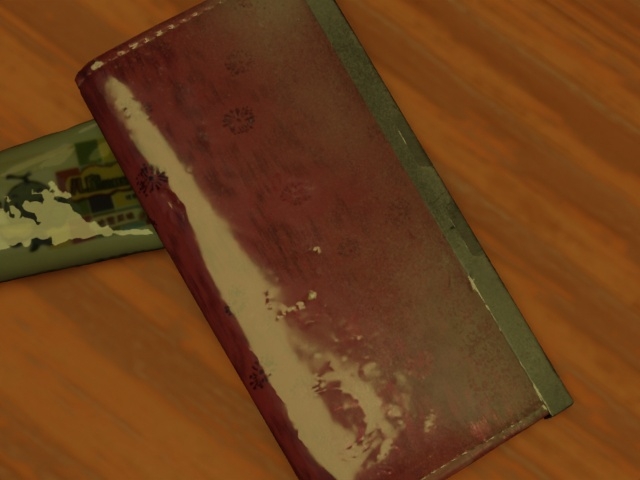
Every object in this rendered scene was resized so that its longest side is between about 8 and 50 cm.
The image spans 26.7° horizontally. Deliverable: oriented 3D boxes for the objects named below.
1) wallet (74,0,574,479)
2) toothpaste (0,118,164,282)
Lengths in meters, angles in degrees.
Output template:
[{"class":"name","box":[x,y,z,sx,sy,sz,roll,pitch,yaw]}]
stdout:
[{"class":"wallet","box":[0.000,0.000,0.580,0.119,0.025,0.232,-29,85,-13]},{"class":"toothpaste","box":[-0.171,-0.002,0.589,0.256,0.037,0.067,-15,79,-4]}]
